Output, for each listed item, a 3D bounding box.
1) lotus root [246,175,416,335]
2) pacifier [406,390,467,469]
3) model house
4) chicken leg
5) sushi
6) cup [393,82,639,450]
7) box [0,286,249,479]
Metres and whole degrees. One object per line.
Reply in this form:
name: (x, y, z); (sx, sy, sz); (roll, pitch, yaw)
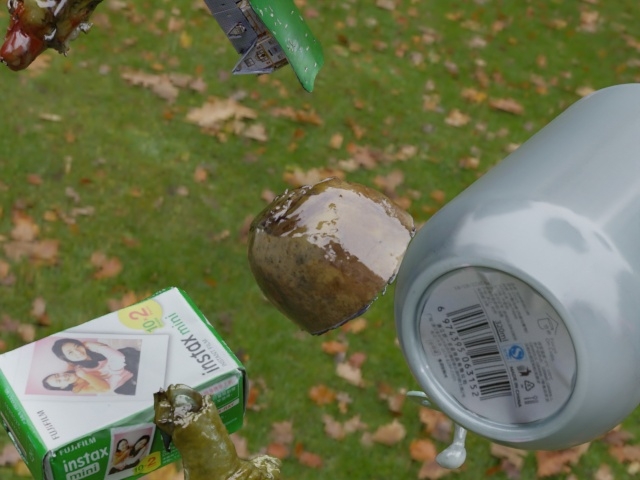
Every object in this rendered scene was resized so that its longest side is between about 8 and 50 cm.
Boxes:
lotus root: (0.000, 0.000, 1.947); (0.192, 0.272, 0.272); (44, 25, -16)
pacifier: (0.182, 0.248, 1.620); (0.150, 0.117, 0.127); (13, -12, 9)
model house: (-0.079, -0.257, 1.504); (0.088, 0.167, 0.117); (-21, 31, 26)
chicken leg: (-0.075, 0.209, 1.003); (0.103, 0.228, 0.088); (-16, 17, -5)
sushi: (-0.272, -0.278, 1.296); (0.097, 0.226, 0.103); (36, -5, 6)
cup: (0.200, 0.020, 0.934); (0.205, 0.206, 0.312); (29, 36, 21)
box: (-0.218, 0.166, 1.330); (0.250, 0.103, 0.180); (-24, 47, -24)
